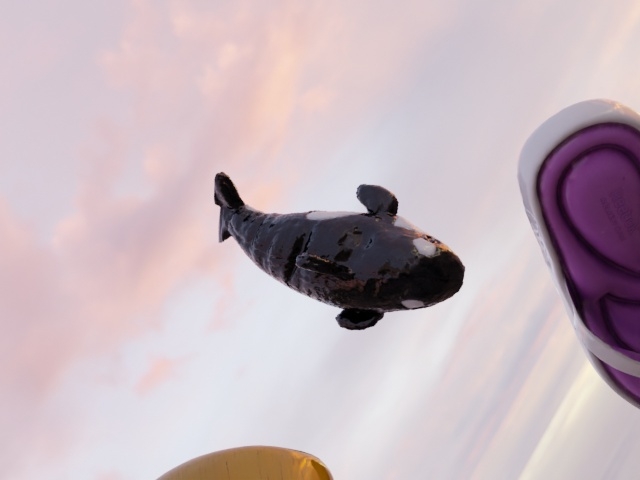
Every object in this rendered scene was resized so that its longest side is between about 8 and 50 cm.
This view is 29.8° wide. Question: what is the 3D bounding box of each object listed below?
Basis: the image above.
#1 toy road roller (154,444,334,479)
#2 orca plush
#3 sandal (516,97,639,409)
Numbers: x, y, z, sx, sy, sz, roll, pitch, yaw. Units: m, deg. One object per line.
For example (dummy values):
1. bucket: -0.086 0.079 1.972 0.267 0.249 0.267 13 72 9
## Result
1. toy road roller: -0.116 0.232 0.710 0.241 0.329 0.202 -60 27 28
2. orca plush: 0.000 0.000 1.229 0.151 0.287 0.102 -63 -21 9
3. sandal: 0.297 0.057 1.053 0.169 0.416 0.102 -36 32 12
